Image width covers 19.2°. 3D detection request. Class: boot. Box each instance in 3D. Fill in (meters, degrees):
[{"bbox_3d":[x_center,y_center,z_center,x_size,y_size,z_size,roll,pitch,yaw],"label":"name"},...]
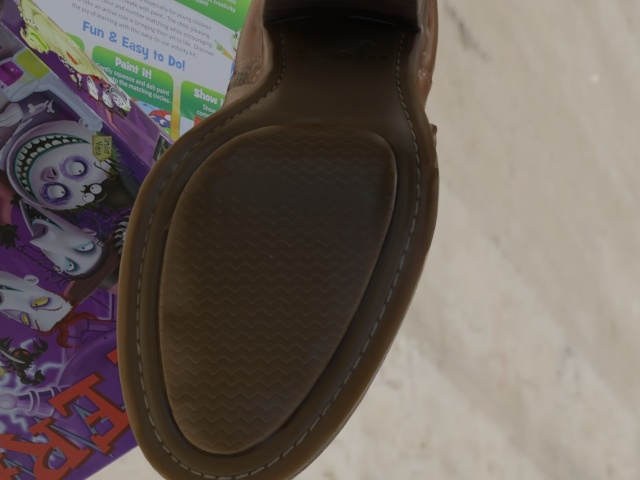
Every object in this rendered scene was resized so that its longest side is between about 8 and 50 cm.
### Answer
[{"bbox_3d":[0.000,0.000,0.534,0.152,0.073,0.197,87,17,-64],"label":"boot"}]

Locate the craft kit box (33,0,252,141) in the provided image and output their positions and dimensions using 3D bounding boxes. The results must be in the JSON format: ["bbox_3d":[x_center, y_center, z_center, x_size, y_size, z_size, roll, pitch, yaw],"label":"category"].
[{"bbox_3d":[-0.147,-0.105,1.340,0.250,0.061,0.246,20,65,-39],"label":"craft kit box"}]

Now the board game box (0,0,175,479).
[{"bbox_3d":[-0.199,0.055,0.856,0.208,0.347,0.056,43,23,-34],"label":"board game box"}]
